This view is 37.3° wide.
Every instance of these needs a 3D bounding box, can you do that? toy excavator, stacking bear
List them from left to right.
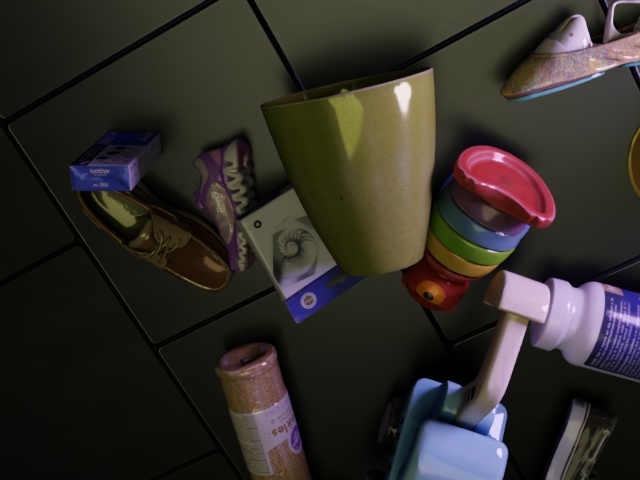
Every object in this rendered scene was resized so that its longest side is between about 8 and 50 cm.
[{"bbox_3d":[0.239,0.001,1.577,0.175,0.164,0.289,30,123,0],"label":"stacking bear"},{"bbox_3d":[0.251,0.311,1.624,0.222,0.445,0.433,20,67,-3],"label":"toy excavator"}]

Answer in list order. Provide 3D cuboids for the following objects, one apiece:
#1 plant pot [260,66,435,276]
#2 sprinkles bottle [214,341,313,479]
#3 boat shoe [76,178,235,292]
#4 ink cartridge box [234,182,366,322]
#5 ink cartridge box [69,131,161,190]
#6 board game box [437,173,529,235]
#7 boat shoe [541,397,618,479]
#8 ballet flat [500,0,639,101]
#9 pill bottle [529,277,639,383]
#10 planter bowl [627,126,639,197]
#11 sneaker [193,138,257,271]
[{"bbox_3d":[0.072,-0.102,1.506,0.275,0.275,0.293,-11,102,9],"label":"plant pot"},{"bbox_3d":[-0.097,0.373,1.796,0.121,0.121,0.355,-12,109,9],"label":"sprinkles bottle"},{"bbox_3d":[-0.299,-0.011,1.672,0.324,0.120,0.122,36,109,-8],"label":"boat shoe"},{"bbox_3d":[0.000,0.000,1.641,0.223,0.045,0.224,-34,107,-13],"label":"ink cartridge box"},{"bbox_3d":[-0.337,-0.135,1.582,0.097,0.207,0.046,1,111,4],"label":"ink cartridge box"},{"bbox_3d":[0.286,-0.063,1.647,0.169,0.033,0.133,13,112,0],"label":"board game box"},{"bbox_3d":[0.476,0.447,1.780,0.105,0.113,0.306,19,102,13],"label":"boat shoe"},{"bbox_3d":[0.446,-0.315,1.500,0.349,0.123,0.123,-14,109,4],"label":"ballet flat"},{"bbox_3d":[0.509,0.158,1.647,0.265,0.153,0.153,15,111,-1],"label":"pill bottle"},{"bbox_3d":[0.629,-0.125,1.566,0.217,0.090,0.217,1,111,4],"label":"planter bowl"},{"bbox_3d":[-0.168,-0.059,1.664,0.105,0.095,0.236,-3,105,13],"label":"sneaker"}]
